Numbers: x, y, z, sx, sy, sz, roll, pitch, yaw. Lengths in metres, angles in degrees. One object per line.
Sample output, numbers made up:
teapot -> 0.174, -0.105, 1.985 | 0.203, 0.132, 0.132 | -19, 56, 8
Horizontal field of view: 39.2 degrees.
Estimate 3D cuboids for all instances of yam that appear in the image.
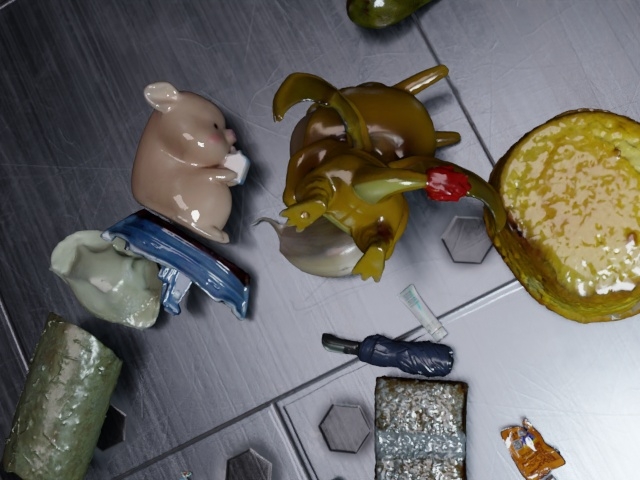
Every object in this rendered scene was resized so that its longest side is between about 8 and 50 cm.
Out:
yam -> -0.482, 0.299, 1.700 | 0.168, 0.168, 0.304 | 18, 88, 14

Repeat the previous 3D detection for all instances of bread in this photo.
bread -> 0.178, 0.444, 1.557 | 0.165, 0.113, 0.416 | -2, 84, 11
bread -> 0.451, -0.043, 1.492 | 0.337, 0.204, 0.358 | -41, 79, 12

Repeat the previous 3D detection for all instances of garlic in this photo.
garlic -> -0.004, 0.002, 1.654 | 0.266, 0.148, 0.128 | -7, 119, 8

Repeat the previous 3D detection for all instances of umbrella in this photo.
umbrella -> 0.117, 0.206, 1.622 | 0.248, 0.071, 0.071 | 3, 86, 18

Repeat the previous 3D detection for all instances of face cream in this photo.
face cream -> 0.186, 0.132, 1.629 | 0.038, 0.020, 0.115 | -41, 76, 8

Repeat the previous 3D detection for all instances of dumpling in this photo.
dumpling -> -0.394, 0.069, 1.734 | 0.216, 0.126, 0.166 | 26, 64, 23

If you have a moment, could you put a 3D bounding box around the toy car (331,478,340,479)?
toy car -> 0.043, 0.503, 1.613 | 0.073, 0.054, 0.143 | -39, 79, 6

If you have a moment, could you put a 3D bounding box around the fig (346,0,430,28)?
fig -> 0.132, -0.456, 1.667 | 0.126, 0.185, 0.133 | -7, 88, 51

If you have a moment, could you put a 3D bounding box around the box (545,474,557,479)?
box -> 0.418, 0.488, 1.532 | 0.084, 0.040, 0.154 | -42, 78, 4

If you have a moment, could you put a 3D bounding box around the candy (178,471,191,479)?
candy -> -0.267, 0.475, 1.696 | 0.030, 0.020, 0.083 | 11, 63, 6

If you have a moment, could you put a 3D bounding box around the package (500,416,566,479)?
package -> 0.366, 0.363, 1.559 | 0.077, 0.033, 0.110 | -33, 83, -1

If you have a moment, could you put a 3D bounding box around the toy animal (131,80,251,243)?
toy animal -> -0.241, -0.144, 1.671 | 0.213, 0.195, 0.256 | 16, 86, 6

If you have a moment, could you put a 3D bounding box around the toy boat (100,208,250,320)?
toy boat -> -0.270, 0.059, 1.677 | 0.309, 0.129, 0.142 | 32, 80, -4

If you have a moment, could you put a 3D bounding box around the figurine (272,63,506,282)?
figurine -> 0.103, -0.122, 1.496 | 0.401, 0.387, 0.268 | 21, 126, -2
